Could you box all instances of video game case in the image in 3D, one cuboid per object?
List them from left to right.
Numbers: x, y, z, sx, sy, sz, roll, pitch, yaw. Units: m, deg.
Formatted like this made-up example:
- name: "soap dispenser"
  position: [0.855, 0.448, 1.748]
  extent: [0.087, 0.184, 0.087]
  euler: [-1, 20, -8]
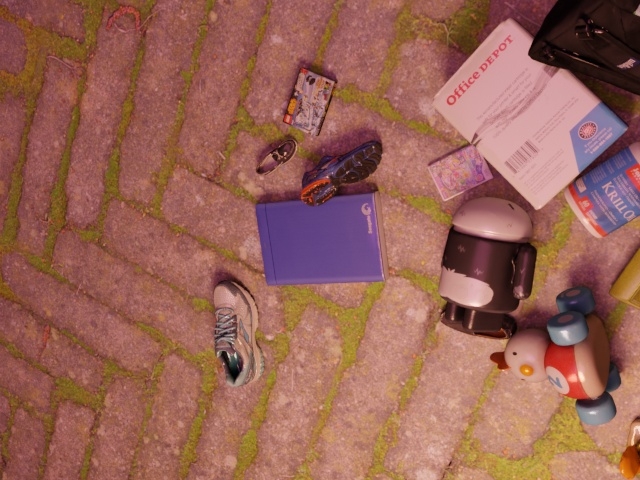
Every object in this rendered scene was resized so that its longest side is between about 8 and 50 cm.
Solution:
- name: "video game case"
  position: [0.305, -0.150, 1.502]
  extent: [0.122, 0.011, 0.087]
  euler: [-26, 88, 27]

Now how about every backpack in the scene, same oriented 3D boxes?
- name: "backpack"
  position: [0.591, -0.351, 1.158]
  extent: [0.355, 0.290, 0.273]
  euler: [31, 80, -4]

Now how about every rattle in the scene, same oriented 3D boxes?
- name: "rattle"
  position: [0.711, 0.430, 1.358]
  extent: [0.200, 0.143, 0.130]
  euler: [13, 87, 29]

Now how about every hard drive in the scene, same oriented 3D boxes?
- name: "hard drive"
  position: [0.000, 0.000, 1.662]
  extent: [0.319, 0.040, 0.210]
  euler: [-4, 98, 26]

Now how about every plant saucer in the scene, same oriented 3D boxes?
- name: "plant saucer"
  position: [0.682, 0.088, 1.312]
  extent: [0.188, 0.045, 0.188]
  euler: [27, 126, 11]

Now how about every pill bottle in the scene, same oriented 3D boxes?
- name: "pill bottle"
  position: [0.592, -0.111, 1.308]
  extent: [0.221, 0.124, 0.124]
  euler: [-38, 83, 27]

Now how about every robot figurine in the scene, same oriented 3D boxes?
- name: "robot figurine"
  position: [0.344, 0.049, 1.430]
  extent: [0.209, 0.173, 0.278]
  euler: [12, 99, 21]

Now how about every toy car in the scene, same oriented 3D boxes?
- name: "toy car"
  position: [0.458, 0.243, 1.405]
  extent: [0.238, 0.210, 0.219]
  euler: [-16, 104, 33]

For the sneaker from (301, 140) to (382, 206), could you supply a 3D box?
- name: "sneaker"
  position: [0.041, -0.171, 1.586]
  extent: [0.221, 0.083, 0.087]
  euler: [-29, 51, 14]

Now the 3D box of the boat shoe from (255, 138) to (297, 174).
- name: "boat shoe"
  position: [-0.109, -0.202, 1.675]
  extent: [0.125, 0.038, 0.046]
  euler: [-34, 85, 27]

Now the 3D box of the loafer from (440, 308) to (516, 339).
- name: "loafer"
  position: [0.344, 0.183, 1.522]
  extent: [0.170, 0.061, 0.062]
  euler: [5, 103, 25]

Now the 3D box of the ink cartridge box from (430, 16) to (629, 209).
- name: "ink cartridge box"
  position: [0.412, -0.251, 1.363]
  extent: [0.307, 0.129, 0.223]
  euler: [48, 116, 10]

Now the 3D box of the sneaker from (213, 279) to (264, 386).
- name: "sneaker"
  position: [-0.223, 0.243, 1.773]
  extent: [0.110, 0.122, 0.283]
  euler: [-13, 95, 27]

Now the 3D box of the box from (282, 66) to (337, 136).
- name: "box"
  position: [-0.026, -0.326, 1.616]
  extent: [0.094, 0.027, 0.137]
  euler: [27, 111, 17]
